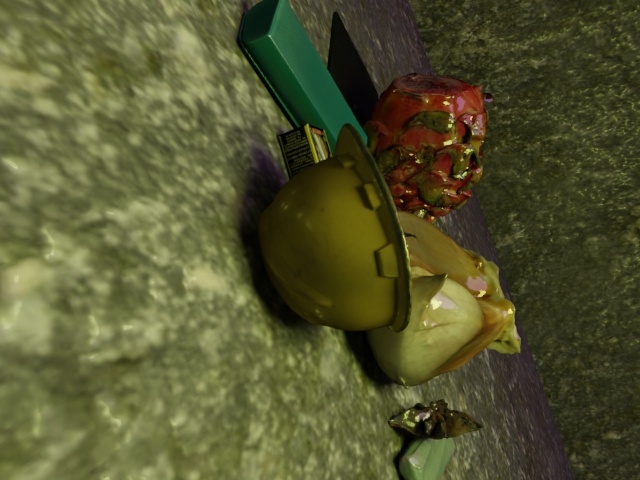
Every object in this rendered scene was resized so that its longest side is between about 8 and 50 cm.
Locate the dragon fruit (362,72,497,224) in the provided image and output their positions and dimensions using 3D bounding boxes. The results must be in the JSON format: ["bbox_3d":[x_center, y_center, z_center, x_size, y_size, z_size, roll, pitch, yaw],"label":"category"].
[{"bbox_3d":[0.213,-0.181,1.263,0.269,0.251,0.290,-57,149,-55],"label":"dragon fruit"}]

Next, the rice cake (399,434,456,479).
[{"bbox_3d":[0.170,0.339,0.991,0.080,0.042,0.222,68,22,4],"label":"rice cake"}]

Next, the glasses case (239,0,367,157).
[{"bbox_3d":[-0.020,-0.221,0.976,0.301,0.070,0.117,55,32,-41],"label":"glasses case"}]

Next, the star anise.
[{"bbox_3d":[0.164,0.275,0.955,0.124,0.129,0.056,-167,-103,-73],"label":"star anise"}]

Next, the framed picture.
[{"bbox_3d":[0.081,-0.341,1.396,0.244,0.013,0.323,55,26,-35],"label":"framed picture"}]

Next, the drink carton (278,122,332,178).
[{"bbox_3d":[-0.003,-0.080,0.903,0.071,0.056,0.165,-7,79,-66],"label":"drink carton"}]

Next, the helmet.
[{"bbox_3d":[0.000,0.000,0.724,0.205,0.140,0.256,101,-28,-61],"label":"helmet"}]

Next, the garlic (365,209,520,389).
[{"bbox_3d":[0.166,0.085,0.973,0.313,0.250,0.285,11,77,-44],"label":"garlic"}]
